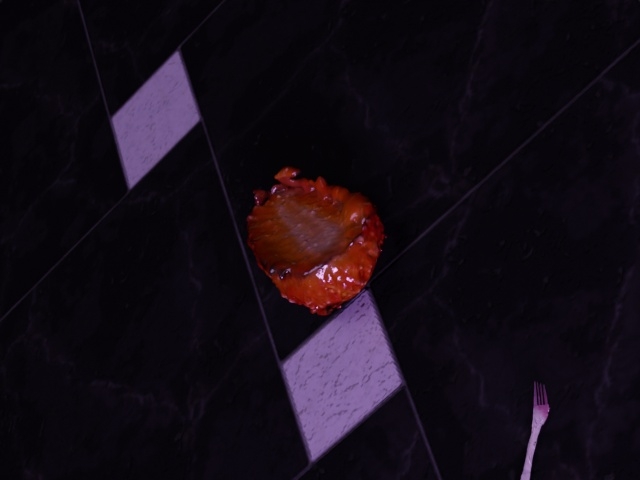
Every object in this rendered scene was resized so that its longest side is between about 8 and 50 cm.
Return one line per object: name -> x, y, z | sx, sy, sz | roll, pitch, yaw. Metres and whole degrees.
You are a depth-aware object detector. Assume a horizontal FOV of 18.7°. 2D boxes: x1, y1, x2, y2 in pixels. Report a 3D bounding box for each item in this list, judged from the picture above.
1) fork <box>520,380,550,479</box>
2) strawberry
fork -> 0.171, 0.170, 1.579 | 0.012, 0.016, 0.115 | 152, 134, -65
strawberry -> 0.000, 0.000, 1.829 | 0.121, 0.082, 0.188 | -38, 31, -1
